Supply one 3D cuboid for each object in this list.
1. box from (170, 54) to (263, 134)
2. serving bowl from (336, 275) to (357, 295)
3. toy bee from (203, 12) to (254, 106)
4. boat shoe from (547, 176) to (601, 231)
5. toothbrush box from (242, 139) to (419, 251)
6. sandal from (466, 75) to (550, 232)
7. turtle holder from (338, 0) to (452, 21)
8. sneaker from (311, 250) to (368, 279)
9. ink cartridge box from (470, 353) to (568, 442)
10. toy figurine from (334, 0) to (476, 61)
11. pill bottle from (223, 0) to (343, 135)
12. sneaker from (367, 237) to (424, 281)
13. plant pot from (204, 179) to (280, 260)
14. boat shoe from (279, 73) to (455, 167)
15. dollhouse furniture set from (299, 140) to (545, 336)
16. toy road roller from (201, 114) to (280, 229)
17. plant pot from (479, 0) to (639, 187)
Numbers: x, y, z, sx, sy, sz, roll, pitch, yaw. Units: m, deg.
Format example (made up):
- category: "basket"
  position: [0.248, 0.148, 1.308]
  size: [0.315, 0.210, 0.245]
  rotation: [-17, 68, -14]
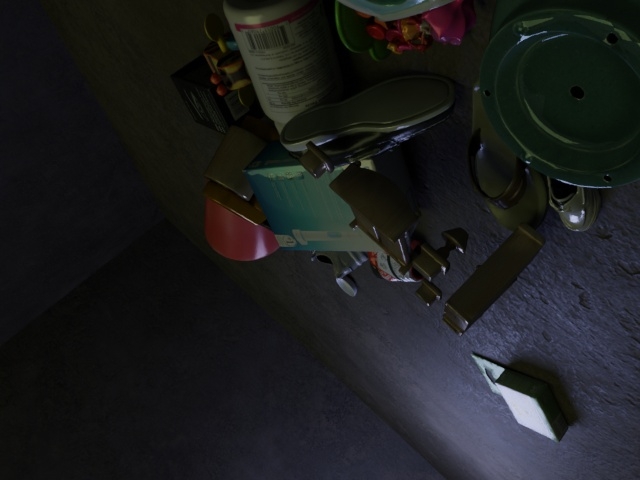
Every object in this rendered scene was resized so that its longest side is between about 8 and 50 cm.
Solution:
- category: "box"
  position: [-0.268, -0.373, 1.365]
  size: [0.207, 0.108, 0.153]
  rotation: [31, 155, 41]
- category: "serving bowl"
  position: [0.090, 0.143, 1.728]
  size: [0.083, 0.027, 0.083]
  rotation: [41, 161, 18]
- category: "toy bee"
  position: [-0.179, -0.375, 1.095]
  size: [0.195, 0.162, 0.298]
  rotation: [56, 159, -18]
- category: "boat shoe"
  position: [0.339, -0.073, 0.720]
  size: [0.066, 0.063, 0.184]
  rotation: [31, 154, 40]
- category: "toothbrush box"
  position: [0.026, -0.095, 1.069]
  size: [0.296, 0.126, 0.216]
  rotation: [0, 130, 33]
- category: "sandal"
  position: [0.257, -0.111, 0.773]
  size: [0.120, 0.086, 0.302]
  rotation: [31, 161, 42]
- category: "turtle holder"
  position: [0.045, -0.337, 0.514]
  size: [0.320, 0.243, 0.227]
  rotation: [-11, 124, 31]
- category: "sneaker"
  position: [0.000, 0.000, 1.466]
  size: [0.281, 0.115, 0.105]
  rotation: [40, 173, 41]
- category: "ink cartridge box"
  position: [0.485, 0.391, 1.334]
  size: [0.235, 0.056, 0.171]
  rotation: [11, 140, 57]
- category: "toy figurine"
  position: [0.129, -0.292, 0.702]
  size: [0.159, 0.130, 0.173]
  rotation: [23, 173, 32]
- category: "pill bottle"
  position: [-0.049, -0.311, 0.937]
  size: [0.160, 0.160, 0.283]
  rotation: [33, 156, 37]
- category: "sneaker"
  position: [0.155, -0.017, 1.201]
  size: [0.145, 0.090, 0.270]
  rotation: [6, 131, 48]
- category: "plant pot"
  position: [-0.225, -0.117, 1.579]
  size: [0.275, 0.275, 0.243]
  rotation: [39, 148, 24]
- category: "boat shoe"
  position: [0.082, -0.187, 0.873]
  size: [0.303, 0.114, 0.091]
  rotation: [-5, 145, 30]
- category: "dollhouse furniture set"
  position: [0.171, -0.034, 0.903]
  size: [0.355, 0.174, 0.303]
  rotation: [44, 176, 21]
- category: "toy road roller"
  position: [-0.182, -0.163, 1.287]
  size: [0.241, 0.202, 0.329]
  rotation: [26, 176, 30]
- category: "plant pot"
  position: [0.271, -0.171, 0.475]
  size: [0.293, 0.196, 0.293]
  rotation: [41, 161, 18]
